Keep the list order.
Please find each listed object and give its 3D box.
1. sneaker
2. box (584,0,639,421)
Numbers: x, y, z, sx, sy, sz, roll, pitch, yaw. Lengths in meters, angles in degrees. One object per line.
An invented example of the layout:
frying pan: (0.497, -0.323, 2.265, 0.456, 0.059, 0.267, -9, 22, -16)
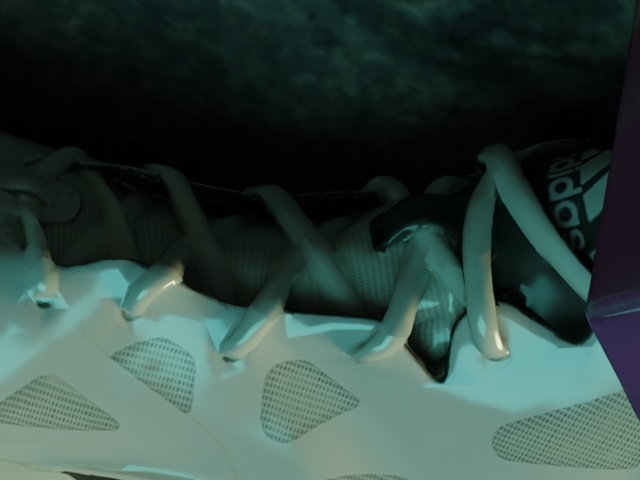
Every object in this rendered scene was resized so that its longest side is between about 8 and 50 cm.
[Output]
sneaker: (0.000, 0.000, 0.649, 0.447, 0.169, 0.257, 29, 124, -21)
box: (0.194, -0.045, 0.467, 0.213, 0.243, 0.117, -13, 125, 27)
